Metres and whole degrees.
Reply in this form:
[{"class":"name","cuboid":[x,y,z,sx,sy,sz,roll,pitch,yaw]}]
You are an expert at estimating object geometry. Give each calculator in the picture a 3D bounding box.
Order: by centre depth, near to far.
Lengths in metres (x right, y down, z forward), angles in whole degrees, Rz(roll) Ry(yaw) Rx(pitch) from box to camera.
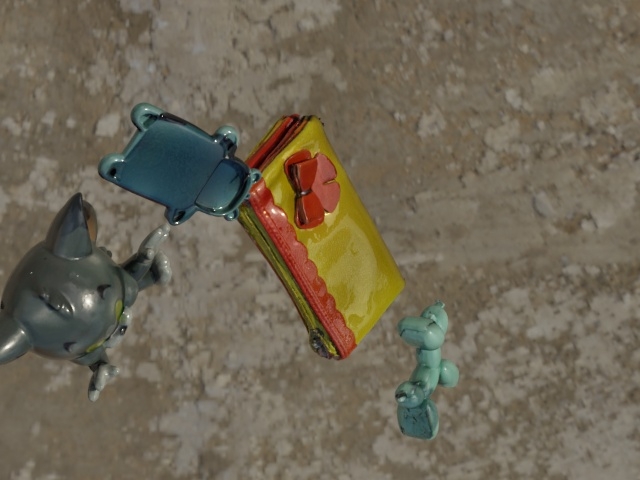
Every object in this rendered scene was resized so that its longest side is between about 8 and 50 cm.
[{"class":"calculator","cuboid":[-0.107,-0.057,0.897,0.141,0.019,0.094,25,105,-42]}]

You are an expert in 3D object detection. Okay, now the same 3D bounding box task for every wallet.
[{"class":"wallet","cuboid":[0.000,0.000,1.186,0.067,0.141,0.241,-1,130,44]}]

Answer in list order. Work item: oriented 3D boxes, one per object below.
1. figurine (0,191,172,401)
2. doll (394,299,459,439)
[{"class":"figurine","cuboid":[-0.231,0.043,1.133,0.140,0.265,0.193,34,96,-11]},{"class":"doll","cuboid":[0.137,0.161,1.474,0.059,0.159,0.158,9,145,27]}]
